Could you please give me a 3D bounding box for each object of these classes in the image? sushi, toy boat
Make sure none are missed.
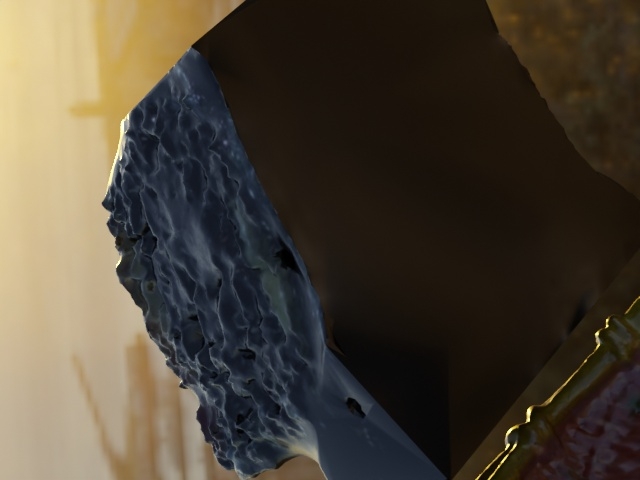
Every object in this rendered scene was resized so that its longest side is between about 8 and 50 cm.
[{"bbox_3d":[-0.001,-0.001,0.995,0.227,0.215,0.212,48,142,-3],"label":"sushi"},{"bbox_3d":[0.104,0.143,0.865,0.141,0.318,0.099,8,130,36],"label":"toy boat"}]
